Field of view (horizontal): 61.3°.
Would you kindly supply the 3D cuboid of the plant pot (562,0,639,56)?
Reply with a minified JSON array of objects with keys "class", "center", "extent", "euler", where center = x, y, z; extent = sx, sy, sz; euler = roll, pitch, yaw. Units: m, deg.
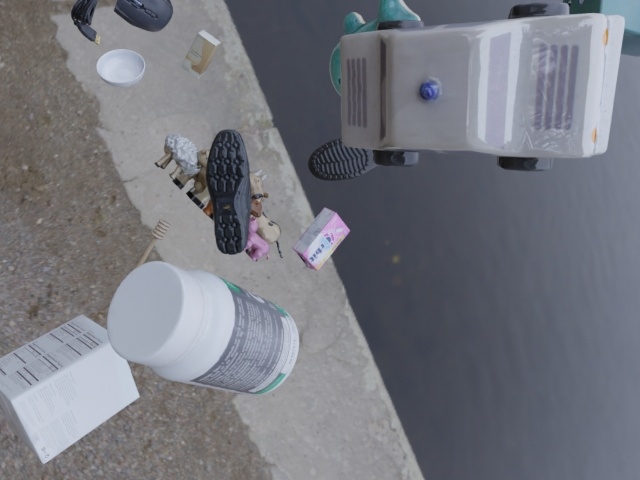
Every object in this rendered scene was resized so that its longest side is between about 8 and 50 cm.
[{"class":"plant pot","center":[0.606,-0.464,1.062],"extent":[0.234,0.165,0.166],"euler":[-2,102,-16]}]

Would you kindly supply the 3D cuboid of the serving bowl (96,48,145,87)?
[{"class":"serving bowl","center":[-0.357,-0.305,0.973],"extent":[0.083,0.027,0.083],"euler":[3,60,-6]}]

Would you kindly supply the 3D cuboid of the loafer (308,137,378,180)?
[{"class":"loafer","center":[0.083,-0.165,1.057],"extent":[0.219,0.078,0.080],"euler":[-15,90,-5]}]

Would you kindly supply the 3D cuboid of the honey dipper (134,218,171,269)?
[{"class":"honey dipper","center":[-0.375,0.028,1.161],"extent":[0.030,0.030,0.161],"euler":[31,93,-32]}]

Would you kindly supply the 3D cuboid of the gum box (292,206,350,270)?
[{"class":"gum box","center":[0.000,0.000,1.784],"extent":[0.188,0.062,0.107],"euler":[-51,135,-11]}]

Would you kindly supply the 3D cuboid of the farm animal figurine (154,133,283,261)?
[{"class":"farm animal figurine","center":[-0.214,-0.116,1.347],"extent":[0.326,0.330,0.172],"euler":[42,83,14]}]

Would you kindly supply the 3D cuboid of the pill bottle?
[{"class":"pill bottle","center":[-0.209,0.176,1.035],"extent":[0.361,0.204,0.204],"euler":[38,60,-56]}]

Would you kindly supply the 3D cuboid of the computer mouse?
[{"class":"computer mouse","center":[-0.417,-0.487,1.182],"extent":[0.060,0.262,0.184],"euler":[43,97,8]}]

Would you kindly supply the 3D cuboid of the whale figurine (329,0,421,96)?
[{"class":"whale figurine","center":[0.108,-0.390,1.139],"extent":[0.141,0.272,0.216],"euler":[-34,83,-23]}]

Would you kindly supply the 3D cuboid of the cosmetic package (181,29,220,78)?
[{"class":"cosmetic package","center":[-0.329,-0.509,1.481],"extent":[0.060,0.115,0.041],"euler":[33,34,-10]}]

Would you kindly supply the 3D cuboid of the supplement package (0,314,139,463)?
[{"class":"supplement package","center":[-0.637,0.355,1.340],"extent":[0.262,0.198,0.199],"euler":[-33,125,-39]}]

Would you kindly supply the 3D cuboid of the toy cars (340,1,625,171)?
[{"class":"toy cars","center":[0.014,-0.171,0.368],"extent":[0.394,0.176,0.087],"euler":[49,36,15]}]

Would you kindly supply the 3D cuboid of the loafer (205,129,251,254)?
[{"class":"loafer","center":[-0.162,-0.087,0.970],"extent":[0.076,0.078,0.224],"euler":[0,104,-1]}]
